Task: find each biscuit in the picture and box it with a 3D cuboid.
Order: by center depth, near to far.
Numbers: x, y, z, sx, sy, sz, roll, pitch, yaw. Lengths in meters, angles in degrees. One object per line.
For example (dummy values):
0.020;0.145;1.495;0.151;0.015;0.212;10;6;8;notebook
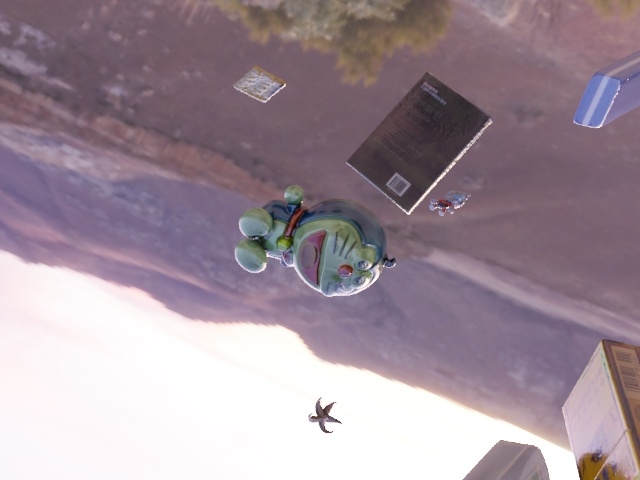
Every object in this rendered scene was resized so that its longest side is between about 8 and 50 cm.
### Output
-0.123;-0.318;2.052;0.081;0.018;0.083;22;146;-29;biscuit

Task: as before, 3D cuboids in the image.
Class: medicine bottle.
0.297;0.489;1.777;0.124;0.179;0.324;5;-163;34;medicine bottle

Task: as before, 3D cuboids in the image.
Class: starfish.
0.007;0.385;2.223;0.078;0.091;0.028;-23;-163;-26;starfish

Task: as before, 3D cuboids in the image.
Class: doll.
0.000;0.001;2.063;0.322;0.198;0.186;20;-148;8;doll
0.293;-0.090;2.244;0.114;0.039;0.057;-27;-166;-34;doll

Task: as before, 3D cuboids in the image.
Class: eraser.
0.436;-0.221;1.429;0.036;0.082;0.225;35;-140;25;eraser

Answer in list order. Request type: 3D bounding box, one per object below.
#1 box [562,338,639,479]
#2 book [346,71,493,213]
0.513;0.345;1.739;0.084;0.192;0.301;10;-142;-7;box
0.177;-0.179;1.826;0.160;0.228;0.024;42;180;23;book
